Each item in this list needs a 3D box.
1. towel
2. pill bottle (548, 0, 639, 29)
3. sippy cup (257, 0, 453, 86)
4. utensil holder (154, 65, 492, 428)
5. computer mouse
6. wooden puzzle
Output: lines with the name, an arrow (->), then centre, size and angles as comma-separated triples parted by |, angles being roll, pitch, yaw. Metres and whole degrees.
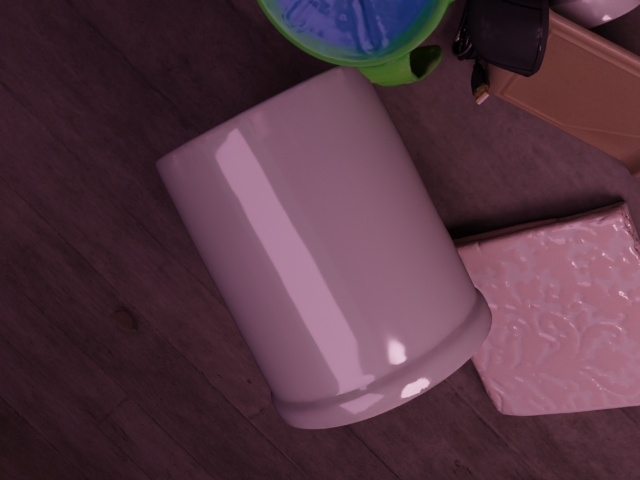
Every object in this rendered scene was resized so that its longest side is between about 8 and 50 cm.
towel -> 0.349, 0.117, 1.061 | 0.316, 0.053, 0.332 | -16, 112, 35
pill bottle -> 0.262, -0.343, 0.757 | 0.121, 0.121, 0.221 | -11, 115, 35
sippy cup -> 0.062, -0.347, 0.793 | 0.240, 0.224, 0.306 | 25, 134, 7
utensil holder -> 0.000, 0.000, 0.955 | 0.327, 0.327, 0.386 | -21, 102, 38
computer mouse -> 0.182, -0.227, 0.801 | 0.060, 0.262, 0.184 | -2, 129, -2
wooden puzzle -> 0.315, -0.173, 0.817 | 0.238, 0.044, 0.221 | 33, 172, 4
